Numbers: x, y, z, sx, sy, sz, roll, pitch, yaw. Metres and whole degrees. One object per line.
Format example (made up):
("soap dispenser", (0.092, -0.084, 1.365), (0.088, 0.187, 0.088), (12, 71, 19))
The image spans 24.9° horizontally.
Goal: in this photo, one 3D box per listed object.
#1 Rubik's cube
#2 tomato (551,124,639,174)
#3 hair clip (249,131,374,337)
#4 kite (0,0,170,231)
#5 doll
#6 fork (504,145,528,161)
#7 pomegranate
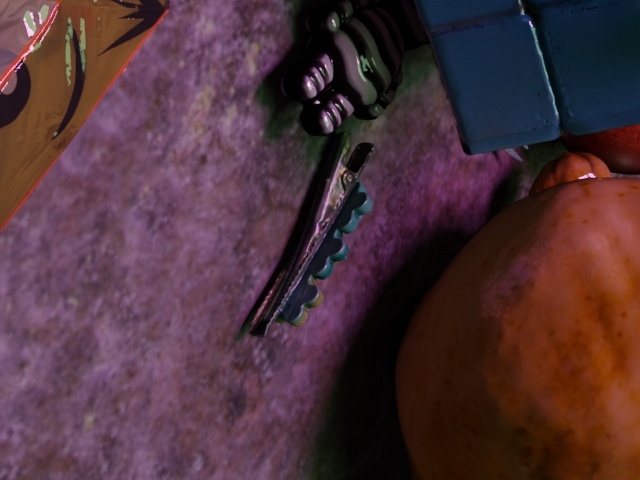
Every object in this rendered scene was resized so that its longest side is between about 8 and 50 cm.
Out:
("Rubik's cube", (0.194, -0.216, 0.997), (0.221, 0.224, 0.231), (-58, 133, -56))
("tomato", (0.283, -0.136, 1.327), (0.167, 0.167, 0.167), (-29, 127, -47))
("hair clip", (0.001, 0.000, 1.068), (0.173, 0.049, 0.049), (-64, 146, -15))
("kite", (-0.183, -0.135, 0.766), (0.327, 0.013, 0.378), (-4, 106, -56))
("doll", (0.050, -0.157, 1.050), (0.219, 0.067, 0.091), (-49, 123, -35))
("fork", (0.134, -0.144, 1.222), (0.039, 0.021, 0.235), (-64, 145, -20))
("pomegranate", (0.240, 0.107, 1.212), (0.410, 0.410, 0.410), (-29, 127, -47))
